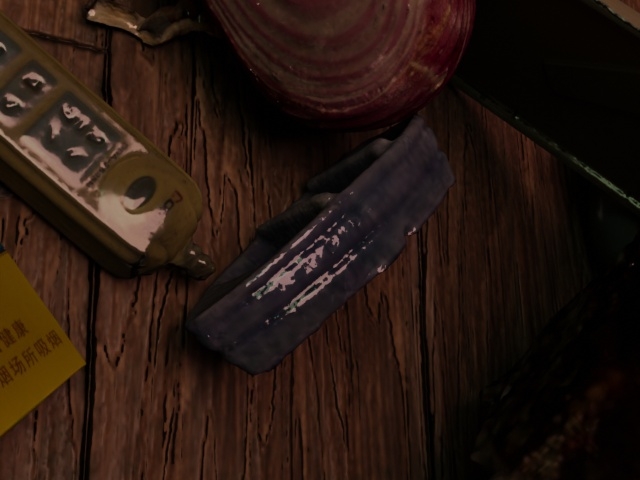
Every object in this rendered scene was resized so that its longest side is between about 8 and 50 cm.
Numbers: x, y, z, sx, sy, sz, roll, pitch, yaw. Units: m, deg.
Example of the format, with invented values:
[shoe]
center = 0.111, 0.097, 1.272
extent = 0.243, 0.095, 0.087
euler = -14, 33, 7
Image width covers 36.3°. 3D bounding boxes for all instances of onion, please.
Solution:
[onion]
center = 0.017, -0.216, 0.816
extent = 0.230, 0.273, 0.256
euler = 51, 51, -26

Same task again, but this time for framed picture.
[framed picture]
center = 0.230, -0.136, 0.859
extent = 0.289, 0.211, 0.020
euler = 40, 69, 18

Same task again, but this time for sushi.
[sushi]
center = 0.307, 0.140, 0.782
extent = 0.281, 0.294, 0.299
euler = 42, 14, 11

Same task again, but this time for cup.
[cup]
center = 0.347, -0.017, 0.991
extent = 0.199, 0.199, 0.149
euler = 17, 83, -26

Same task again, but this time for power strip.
[power strip]
center = -0.224, -0.099, 0.716
extent = 0.387, 0.066, 0.092
euler = 42, 59, -13

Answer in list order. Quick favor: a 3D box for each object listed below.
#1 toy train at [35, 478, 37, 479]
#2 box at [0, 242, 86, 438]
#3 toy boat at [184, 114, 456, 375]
[toy train]
center = -0.200, 0.267, 0.587
extent = 0.157, 0.105, 0.253
euler = -2, 73, -44
[box]
center = -0.275, 0.005, 0.614
extent = 0.279, 0.041, 0.153
euler = 57, 25, -7
[toy boat]
center = 0.000, 0.000, 0.782
extent = 0.078, 0.127, 0.283
euler = 53, 52, -13
